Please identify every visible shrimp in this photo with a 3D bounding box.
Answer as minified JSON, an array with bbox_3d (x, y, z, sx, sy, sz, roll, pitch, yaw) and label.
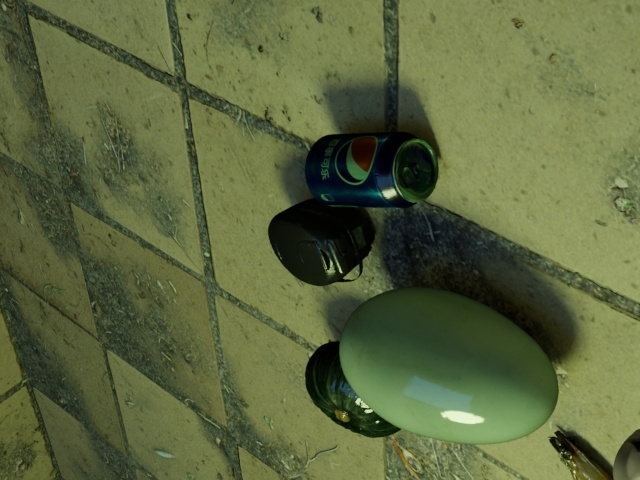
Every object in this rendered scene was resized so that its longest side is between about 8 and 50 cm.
[{"bbox_3d":[0.431,0.380,1.765,0.180,0.041,0.099,50,161,4],"label":"shrimp"}]

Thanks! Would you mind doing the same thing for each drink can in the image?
[{"bbox_3d":[0.077,-0.107,1.676,0.205,0.118,0.118,4,123,48],"label":"drink can"}]

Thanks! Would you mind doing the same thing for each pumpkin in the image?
[{"bbox_3d":[0.074,0.262,1.986,0.211,0.152,0.211,20,144,16],"label":"pumpkin"}]

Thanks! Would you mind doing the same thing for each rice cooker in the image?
[{"bbox_3d":[0.000,0.000,1.863,0.203,0.118,0.142,10,127,47],"label":"rice cooker"}]

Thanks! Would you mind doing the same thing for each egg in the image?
[{"bbox_3d":[0.195,0.196,1.705,0.371,0.230,0.230,15,131,35],"label":"egg"}]

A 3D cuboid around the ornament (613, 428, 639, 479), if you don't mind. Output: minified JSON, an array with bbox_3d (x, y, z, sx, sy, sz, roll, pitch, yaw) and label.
[{"bbox_3d":[0.494,0.341,1.530,0.177,0.177,0.177,31,141,30],"label":"ornament"}]
